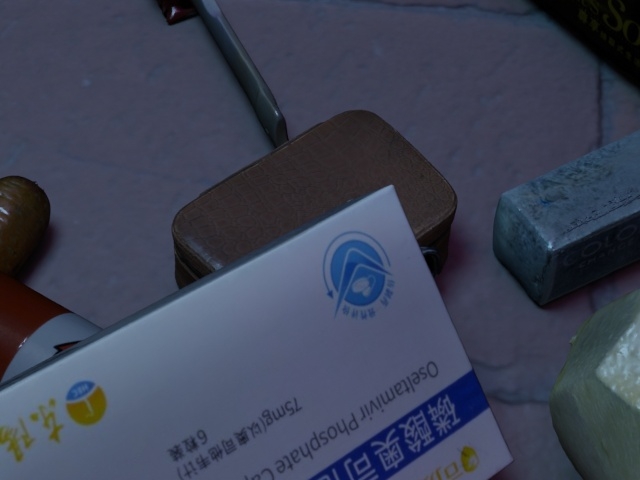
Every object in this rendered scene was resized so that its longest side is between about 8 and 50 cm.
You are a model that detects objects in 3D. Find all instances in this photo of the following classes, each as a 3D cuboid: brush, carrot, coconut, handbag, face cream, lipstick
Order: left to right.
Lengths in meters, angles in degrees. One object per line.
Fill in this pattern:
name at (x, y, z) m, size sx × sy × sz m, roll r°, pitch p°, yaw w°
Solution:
carrot at (-0.271, 0.046, 0.984) m, size 0.059 × 0.059 × 0.248 m, roll 25°, pitch 57°, yaw 17°
face cream at (-0.164, 0.099, 0.915) m, size 0.214 × 0.096 × 0.096 m, roll 28°, pitch 54°, yaw 19°
brush at (-0.104, -0.187, 1.182) m, size 0.050 × 0.060 × 0.321 m, roll -26°, pitch 55°, yaw -7°
handbag at (0.000, 0.000, 1.022) m, size 0.193 × 0.072 × 0.151 m, roll -29°, pitch 58°, yaw -26°
lipstick at (0.264, -0.045, 1.064) m, size 0.289 × 0.077 × 0.076 m, roll -25°, pitch 56°, yaw -20°
coconut at (0.258, 0.116, 0.857) m, size 0.236 × 0.197 × 0.237 m, roll -6°, pitch 47°, yaw 6°

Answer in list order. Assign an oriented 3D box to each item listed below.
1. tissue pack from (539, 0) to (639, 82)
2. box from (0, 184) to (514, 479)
tissue pack at (0.262, -0.300, 1.199) m, size 0.210 × 0.198 × 0.370 m, roll -32°, pitch 58°, yaw -21°
box at (-0.052, 0.125, 0.815) m, size 0.343 × 0.065 × 0.200 m, roll -28°, pitch 97°, yaw -35°
